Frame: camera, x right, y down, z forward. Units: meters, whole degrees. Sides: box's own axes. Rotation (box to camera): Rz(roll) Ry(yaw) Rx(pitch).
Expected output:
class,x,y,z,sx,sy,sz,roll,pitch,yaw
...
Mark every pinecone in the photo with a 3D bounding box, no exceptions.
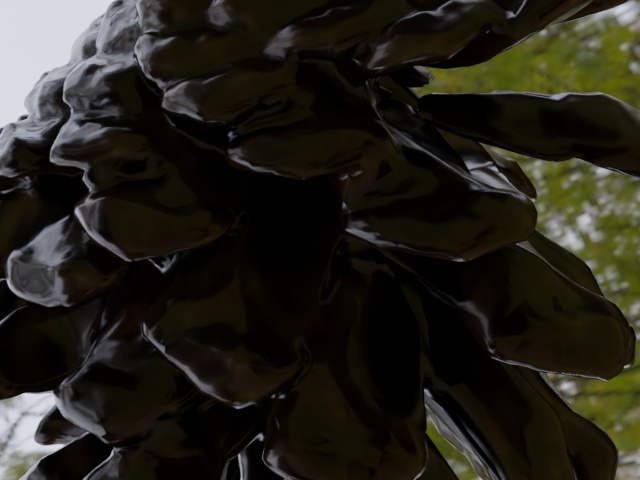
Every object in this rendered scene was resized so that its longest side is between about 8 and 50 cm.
class,x,y,z,sx,sy,sz,roll,pitch,yaw
pinecone,0.001,0.003,0.488,0.202,0.229,0.201,-5,-98,-66
